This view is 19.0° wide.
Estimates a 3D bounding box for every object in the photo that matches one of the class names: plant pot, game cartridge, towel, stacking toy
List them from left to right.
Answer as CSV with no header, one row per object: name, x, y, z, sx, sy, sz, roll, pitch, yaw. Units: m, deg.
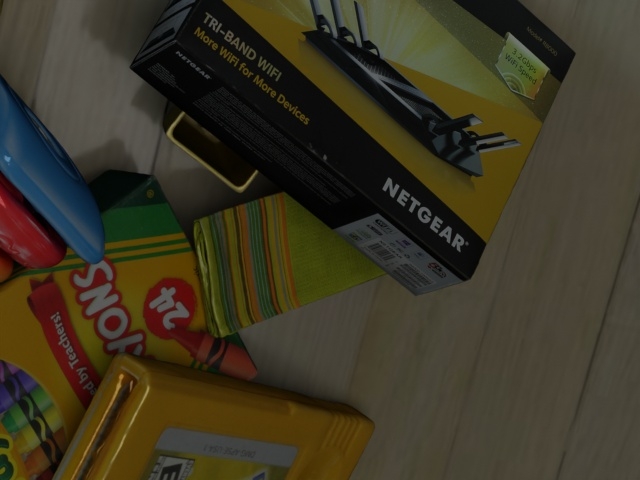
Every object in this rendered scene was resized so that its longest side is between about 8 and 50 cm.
stacking toy,-0.323,0.010,1.411,0.302,0.175,0.166,-37,140,-1
game cartridge,-0.112,0.246,1.564,0.323,0.052,0.285,19,100,-53
plant pot,-0.080,-0.101,1.558,0.081,0.083,0.081,38,91,-21
towel,0.000,0.000,1.593,0.237,0.021,0.102,-19,110,-34

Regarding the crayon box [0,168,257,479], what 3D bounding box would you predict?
crayon box,-0.220,0.114,1.509,0.318,0.081,0.202,-39,117,-26

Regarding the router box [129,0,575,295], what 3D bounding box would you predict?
router box,0.035,-0.143,1.525,0.309,0.081,0.243,38,61,-21

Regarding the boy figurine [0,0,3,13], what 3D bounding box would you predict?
boy figurine,-0.348,-0.107,1.472,0.177,0.092,0.285,33,91,-40
